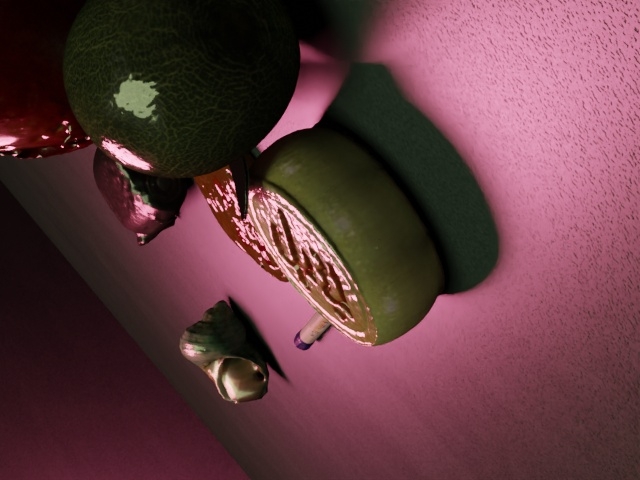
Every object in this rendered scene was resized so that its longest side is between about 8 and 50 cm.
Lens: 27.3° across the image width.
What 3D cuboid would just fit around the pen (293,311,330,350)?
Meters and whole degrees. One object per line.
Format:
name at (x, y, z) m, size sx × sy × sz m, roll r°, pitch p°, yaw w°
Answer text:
pen at (-0.006, 0.133, 2.036) m, size 0.033 × 0.033 × 0.269 m, roll 52°, pitch 163°, yaw 5°

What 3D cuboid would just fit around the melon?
melon at (-0.152, -0.184, 1.407) m, size 0.237 × 0.237 × 0.301 m, roll 57°, pitch 153°, yaw -9°

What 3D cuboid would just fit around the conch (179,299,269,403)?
conch at (-0.184, 0.214, 2.546) m, size 0.176 × 0.122 × 0.188 m, roll 11°, pitch 141°, yaw 37°

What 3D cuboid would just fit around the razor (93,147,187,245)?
razor at (-0.325, -0.096, 2.326) m, size 0.189 × 0.107 × 0.327 m, roll 55°, pitch 164°, yaw 1°

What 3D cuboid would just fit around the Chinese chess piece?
Chinese chess piece at (0.025, -0.005, 1.529) m, size 0.270 × 0.112 × 0.270 m, roll 47°, pitch 164°, yaw 19°

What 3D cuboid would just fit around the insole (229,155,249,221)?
insole at (-0.105, -0.124, 1.584) m, size 0.322 × 0.007 × 0.109 m, roll -108°, pitch 18°, yaw -59°

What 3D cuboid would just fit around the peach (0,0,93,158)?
peach at (-0.375, -0.275, 1.613) m, size 0.339 × 0.416 × 0.353 m, roll 3°, pitch 105°, yaw 49°

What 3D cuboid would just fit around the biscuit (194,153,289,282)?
biscuit at (-0.123, -0.058, 1.949) m, size 0.257 × 0.049 × 0.273 m, roll 38°, pitch 156°, yaw 45°
